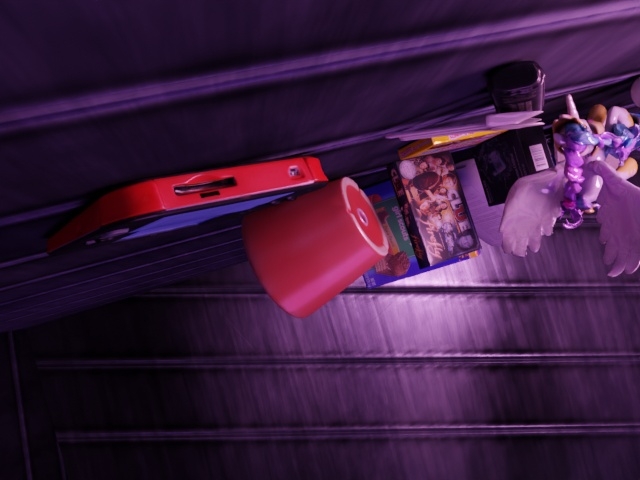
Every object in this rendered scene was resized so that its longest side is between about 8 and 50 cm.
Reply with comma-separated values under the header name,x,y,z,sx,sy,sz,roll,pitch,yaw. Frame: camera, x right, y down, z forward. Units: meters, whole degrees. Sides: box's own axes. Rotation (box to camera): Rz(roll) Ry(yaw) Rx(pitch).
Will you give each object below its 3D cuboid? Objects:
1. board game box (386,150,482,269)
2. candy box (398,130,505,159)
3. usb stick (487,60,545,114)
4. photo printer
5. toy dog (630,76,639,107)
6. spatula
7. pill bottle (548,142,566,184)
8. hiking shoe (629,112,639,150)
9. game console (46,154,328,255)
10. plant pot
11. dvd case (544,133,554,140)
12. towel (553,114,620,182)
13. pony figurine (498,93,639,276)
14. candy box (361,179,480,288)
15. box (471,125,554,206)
name,x,y,z,sx,sy,sz,roll,pitch,yaw
board game box,0.260,-0.073,1.460,0.165,0.244,0.042,-16,176,-30
candy box,0.262,-0.198,1.264,0.205,0.027,0.105,-15,180,-30
usb stick,0.294,-0.216,0.957,0.077,0.045,0.278,-8,180,19
photo printer,0.483,-0.115,1.858,0.256,0.307,0.107,-21,-142,61
toy dog,0.795,-0.292,1.248,0.333,0.161,0.220,-19,176,26
spatula,0.232,-0.183,1.033,0.241,0.019,0.168,-3,-174,20
pill bottle,0.679,-0.208,1.949,0.271,0.152,0.152,-24,180,-24
hiking shoe,0.871,-0.309,1.827,0.303,0.113,0.132,-16,177,-27
game console,-0.213,-0.048,1.048,0.386,0.060,0.342,-14,175,-39
plant pot,0.000,0.000,1.429,0.243,0.275,0.275,-29,173,20
dvd case,0.567,-0.263,1.879,0.221,0.018,0.164,-18,178,24
towel,0.734,-0.249,1.742,0.187,0.049,0.282,-11,153,18
pony figurine,0.560,-0.129,1.360,0.302,0.351,0.363,9,-165,37
candy box,0.242,-0.040,1.745,0.317,0.268,0.122,-19,180,17
box,0.466,-0.178,1.546,0.093,0.156,0.158,-14,176,-30
